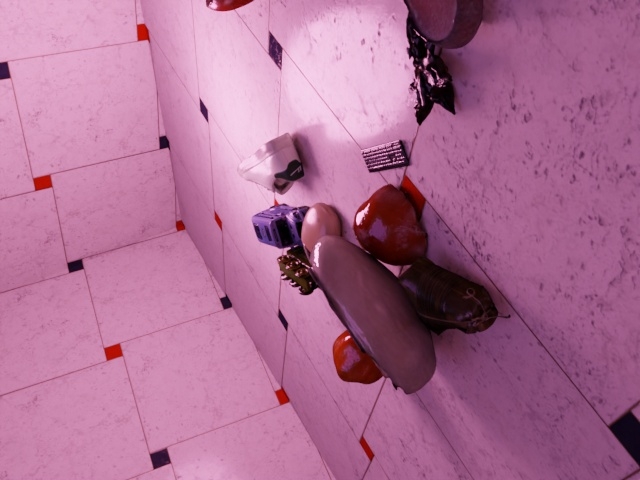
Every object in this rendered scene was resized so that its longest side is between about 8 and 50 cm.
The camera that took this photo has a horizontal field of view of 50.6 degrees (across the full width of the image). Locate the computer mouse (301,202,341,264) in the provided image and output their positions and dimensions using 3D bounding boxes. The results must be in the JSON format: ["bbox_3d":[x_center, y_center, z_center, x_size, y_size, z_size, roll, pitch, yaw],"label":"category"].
[{"bbox_3d":[0.000,0.000,2.010,0.145,0.082,0.236,51,147,37],"label":"computer mouse"}]

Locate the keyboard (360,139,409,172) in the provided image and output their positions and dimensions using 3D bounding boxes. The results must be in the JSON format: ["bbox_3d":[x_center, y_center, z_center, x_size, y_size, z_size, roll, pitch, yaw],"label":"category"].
[{"bbox_3d":[0.147,-0.194,1.570,0.198,0.010,0.064,1,114,68],"label":"keyboard"}]

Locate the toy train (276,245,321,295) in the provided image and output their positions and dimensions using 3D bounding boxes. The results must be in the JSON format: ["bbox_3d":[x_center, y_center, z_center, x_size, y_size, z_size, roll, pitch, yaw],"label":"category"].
[{"bbox_3d":[-0.046,0.092,2.175,0.225,0.137,0.090,33,140,50],"label":"toy train"}]

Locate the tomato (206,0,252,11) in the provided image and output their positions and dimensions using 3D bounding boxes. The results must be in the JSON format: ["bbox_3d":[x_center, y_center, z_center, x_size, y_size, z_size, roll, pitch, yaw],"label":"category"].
[{"bbox_3d":[-0.214,-0.698,1.761,0.200,0.139,0.233,150,131,-63],"label":"tomato"}]

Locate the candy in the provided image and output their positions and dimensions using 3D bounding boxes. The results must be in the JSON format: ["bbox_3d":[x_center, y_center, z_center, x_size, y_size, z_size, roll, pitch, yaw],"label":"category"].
[{"bbox_3d":[0.127,0.161,1.651,0.427,0.186,0.386,52,-178,4],"label":"candy"}]

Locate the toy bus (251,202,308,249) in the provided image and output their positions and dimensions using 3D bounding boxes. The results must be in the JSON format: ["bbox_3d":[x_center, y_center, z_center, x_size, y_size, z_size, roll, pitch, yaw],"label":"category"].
[{"bbox_3d":[-0.124,-0.043,2.222,0.292,0.133,0.126,13,123,66],"label":"toy bus"}]

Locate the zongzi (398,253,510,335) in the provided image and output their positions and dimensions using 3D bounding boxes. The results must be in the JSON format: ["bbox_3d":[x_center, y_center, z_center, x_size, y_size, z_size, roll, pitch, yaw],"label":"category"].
[{"bbox_3d":[0.305,0.171,1.464,0.247,0.111,0.241,30,156,50],"label":"zongzi"}]

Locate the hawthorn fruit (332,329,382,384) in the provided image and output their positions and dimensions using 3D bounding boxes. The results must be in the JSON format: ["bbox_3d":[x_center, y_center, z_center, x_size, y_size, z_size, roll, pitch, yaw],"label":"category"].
[{"bbox_3d":[0.120,0.329,1.957,0.189,0.189,0.189,51,154,37],"label":"hawthorn fruit"}]

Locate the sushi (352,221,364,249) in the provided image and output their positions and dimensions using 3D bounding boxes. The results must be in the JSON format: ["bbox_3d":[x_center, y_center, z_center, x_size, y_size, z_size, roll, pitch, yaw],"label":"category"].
[{"bbox_3d":[0.119,-0.013,1.766,0.120,0.052,0.055,61,177,9],"label":"sushi"}]

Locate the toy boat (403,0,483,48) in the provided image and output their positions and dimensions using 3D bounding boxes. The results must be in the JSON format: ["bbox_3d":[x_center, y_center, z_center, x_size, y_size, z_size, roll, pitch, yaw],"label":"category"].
[{"bbox_3d":[0.207,-0.424,1.112,0.155,0.085,0.227,-41,62,60],"label":"toy boat"}]

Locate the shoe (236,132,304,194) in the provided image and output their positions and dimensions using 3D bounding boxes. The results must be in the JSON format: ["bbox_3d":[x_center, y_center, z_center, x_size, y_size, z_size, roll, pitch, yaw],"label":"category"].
[{"bbox_3d":[-0.150,-0.216,2.132,0.160,0.131,0.363,63,156,-3],"label":"shoe"}]

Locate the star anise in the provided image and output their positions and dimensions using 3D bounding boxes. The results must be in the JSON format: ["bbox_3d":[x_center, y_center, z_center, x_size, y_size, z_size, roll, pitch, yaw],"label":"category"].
[{"bbox_3d":[0.207,-0.300,1.248,0.157,0.053,0.212,48,150,44],"label":"star anise"}]

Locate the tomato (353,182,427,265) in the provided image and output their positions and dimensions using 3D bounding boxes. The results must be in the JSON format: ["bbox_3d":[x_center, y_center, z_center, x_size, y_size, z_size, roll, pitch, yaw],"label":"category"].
[{"bbox_3d":[0.152,-0.015,1.607,0.199,0.112,0.228,57,160,20],"label":"tomato"}]
